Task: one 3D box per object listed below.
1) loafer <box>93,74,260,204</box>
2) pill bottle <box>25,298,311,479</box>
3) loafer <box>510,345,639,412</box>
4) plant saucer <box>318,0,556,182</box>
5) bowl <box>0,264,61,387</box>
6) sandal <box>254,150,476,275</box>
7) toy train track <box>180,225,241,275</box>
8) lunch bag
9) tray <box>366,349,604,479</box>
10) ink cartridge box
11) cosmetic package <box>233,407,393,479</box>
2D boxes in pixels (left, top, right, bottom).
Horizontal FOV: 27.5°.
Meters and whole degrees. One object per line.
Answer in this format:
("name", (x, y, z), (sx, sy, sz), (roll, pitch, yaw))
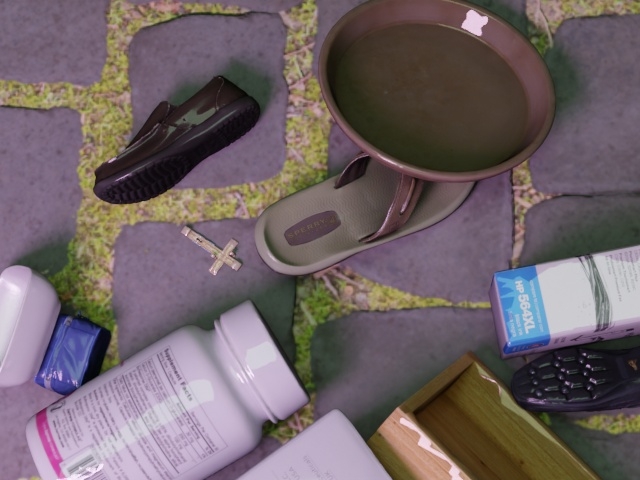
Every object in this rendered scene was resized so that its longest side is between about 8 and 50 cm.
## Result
("loafer", (-0.179, -0.121, 1.555), (0.220, 0.080, 0.078), (-31, 68, -7))
("pill bottle", (-0.164, 0.193, 1.440), (0.283, 0.160, 0.160), (-31, 78, -2))
("loafer", (0.321, 0.157, 1.445), (0.223, 0.078, 0.076), (-10, 55, -2))
("plant saucer", (0.132, -0.173, 1.502), (0.277, 0.041, 0.278), (5, 56, -8))
("bowl", (-0.347, 0.103, 1.499), (0.053, 0.142, 0.142), (23, 78, -27))
("sandal", (0.066, -0.054, 1.494), (0.302, 0.086, 0.120), (-31, 77, -17))
("toy train track", (-0.130, 0.009, 1.549), (0.083, 0.014, 0.048), (34, 83, 11))
("lunch bag", (-0.288, 0.129, 1.511), (0.065, 0.067, 0.098), (15, 79, 7))
("tray", (0.247, 0.308, 1.359), (0.411, 0.203, 0.076), (45, 118, 11))
("ink cartridge box", (0.293, 0.067, 1.432), (0.203, 0.148, 0.086), (-10, 78, 3))
("cosmetic package", (-0.127, 0.379, 1.319), (0.453, 0.230, 0.161), (-34, 77, -15))
